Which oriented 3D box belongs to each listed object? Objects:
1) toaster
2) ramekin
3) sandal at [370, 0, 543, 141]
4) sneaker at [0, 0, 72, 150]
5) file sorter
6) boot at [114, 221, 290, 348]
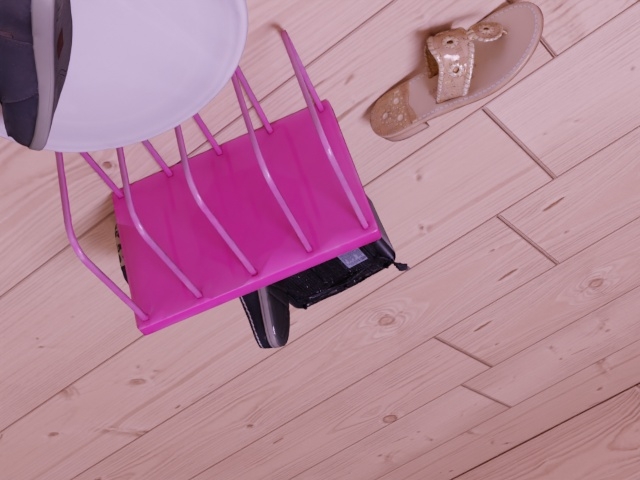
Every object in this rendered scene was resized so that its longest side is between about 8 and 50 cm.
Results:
[{"bbox_3d":[0.000,0.000,1.279,0.168,0.110,0.185,-27,146,13],"label":"toaster"},{"bbox_3d":[-0.208,-0.214,0.847,0.272,0.127,0.273,-13,147,-8],"label":"ramekin"},{"bbox_3d":[0.139,-0.195,1.085,0.240,0.088,0.079,-34,151,30],"label":"sandal"},{"bbox_3d":[-0.259,-0.157,0.736,0.118,0.083,0.222,11,147,-10],"label":"sneaker"},{"bbox_3d":[-0.118,-0.070,1.036,0.290,0.202,0.182,-23,146,6],"label":"file sorter"},{"bbox_3d":[-0.145,0.042,1.168,0.178,0.236,0.085,-20,163,10],"label":"boot"}]
